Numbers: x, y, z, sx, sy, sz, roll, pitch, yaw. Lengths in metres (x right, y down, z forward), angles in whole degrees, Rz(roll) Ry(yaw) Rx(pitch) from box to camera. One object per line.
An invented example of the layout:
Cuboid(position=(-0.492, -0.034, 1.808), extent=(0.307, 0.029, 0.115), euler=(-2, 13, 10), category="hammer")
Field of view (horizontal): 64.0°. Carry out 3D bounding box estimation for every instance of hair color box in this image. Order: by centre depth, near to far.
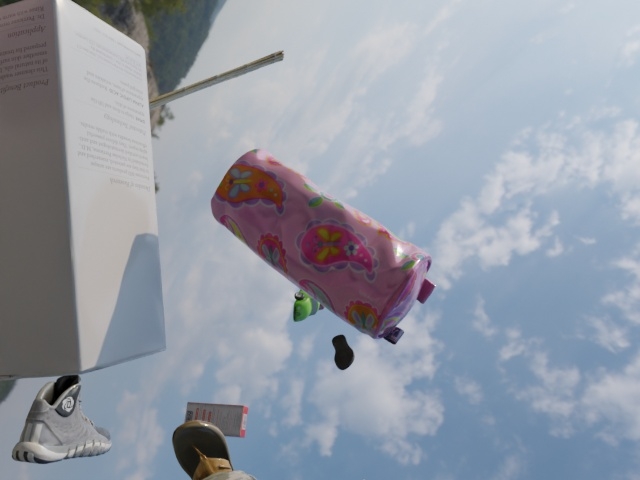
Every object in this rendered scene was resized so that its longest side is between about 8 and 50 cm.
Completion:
Cuboid(position=(-0.246, 0.422, 1.206), extent=(0.043, 0.141, 0.072), euler=(72, 21, -65), category="hair color box")

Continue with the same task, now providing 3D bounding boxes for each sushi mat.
Cuboid(position=(-0.221, -0.270, 0.910), extent=(0.316, 0.019, 0.151), euler=(-35, -156, -33), category="sushi mat")

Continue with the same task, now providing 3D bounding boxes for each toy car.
Cuboid(position=(-0.016, 0.110, 1.166), extent=(0.225, 0.053, 0.239), euler=(-68, 163, -62), category="toy car")

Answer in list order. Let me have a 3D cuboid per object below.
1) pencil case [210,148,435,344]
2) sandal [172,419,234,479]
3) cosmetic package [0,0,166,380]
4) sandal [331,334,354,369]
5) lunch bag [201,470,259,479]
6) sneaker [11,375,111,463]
Cuboid(position=(0.000, 0.000, 0.628), extent=(0.284, 0.124, 0.124), euler=(33, -85, 21), category="pencil case")
Cuboid(position=(-0.156, 0.339, 0.731), extent=(0.049, 0.072, 0.180), euler=(12, -62, 67), category="sandal")
Cuboid(position=(-0.318, -0.045, 0.586), extent=(0.217, 0.156, 0.385), euler=(-5, -92, 17), category="cosmetic package")
Cuboid(position=(0.075, 0.366, 1.660), extent=(0.067, 0.040, 0.179), euler=(-18, -159, 1), category="sandal")
Cuboid(position=(-0.138, 0.390, 0.553), extent=(0.287, 0.169, 0.235), euler=(-42, -178, -25), category="lunch bag")
Cuboid(position=(-0.414, 0.295, 0.870), extent=(0.229, 0.086, 0.132), euler=(76, 18, -73), category="sneaker")
